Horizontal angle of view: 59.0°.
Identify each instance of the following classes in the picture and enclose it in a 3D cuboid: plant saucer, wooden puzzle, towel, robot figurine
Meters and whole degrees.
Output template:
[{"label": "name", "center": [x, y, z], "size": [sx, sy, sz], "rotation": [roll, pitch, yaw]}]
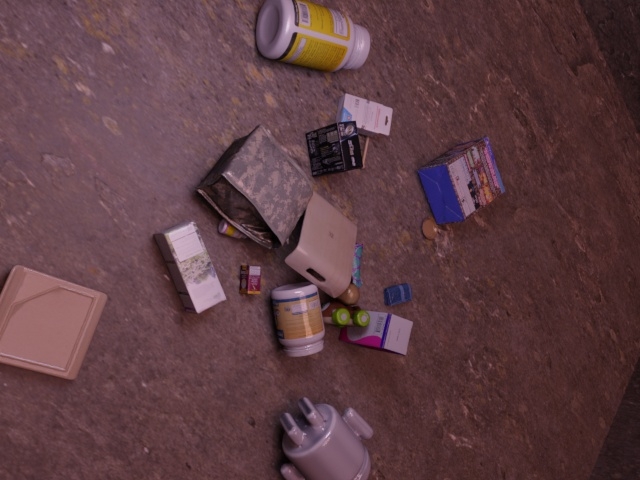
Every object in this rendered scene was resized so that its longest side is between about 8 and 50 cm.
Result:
[{"label": "plant saucer", "center": [0.411, -0.047, 2.138], "size": [0.083, 0.015, 0.084], "rotation": [2, 87, -36]}, {"label": "wooden puzzle", "center": [-0.658, 0.198, 1.350], "size": [0.238, 0.044, 0.221], "rotation": [28, 72, -36]}, {"label": "towel", "center": [0.280, 0.193, 2.026], "size": [0.119, 0.029, 0.067], "rotation": [-8, 92, -35]}, {"label": "robot figurine", "center": [0.022, 0.641, 1.717], "size": [0.299, 0.200, 0.354], "rotation": [-36, 110, -6]}]

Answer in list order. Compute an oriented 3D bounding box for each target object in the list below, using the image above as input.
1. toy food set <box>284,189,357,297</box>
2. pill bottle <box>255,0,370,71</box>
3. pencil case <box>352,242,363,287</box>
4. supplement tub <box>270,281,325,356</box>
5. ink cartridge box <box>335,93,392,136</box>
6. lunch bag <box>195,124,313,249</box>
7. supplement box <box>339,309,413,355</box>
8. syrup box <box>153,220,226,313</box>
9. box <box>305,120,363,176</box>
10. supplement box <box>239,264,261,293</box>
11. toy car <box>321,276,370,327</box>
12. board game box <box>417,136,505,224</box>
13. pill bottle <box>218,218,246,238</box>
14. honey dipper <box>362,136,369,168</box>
[{"label": "toy food set", "center": [0.000, 0.000, 1.754], "size": [0.219, 0.092, 0.306], "rotation": [38, 41, -28]}, {"label": "pill bottle", "center": [-0.016, -0.629, 1.750], "size": [0.333, 0.187, 0.188], "rotation": [1, 87, -36]}, {"label": "pencil case", "center": [0.109, 0.083, 1.885], "size": [0.070, 0.064, 0.152], "rotation": [3, 87, -15]}, {"label": "supplement tub", "center": [-0.065, 0.235, 1.705], "size": [0.144, 0.144, 0.200], "rotation": [-12, 95, -35]}, {"label": "ink cartridge box", "center": [0.147, -0.416, 1.912], "size": [0.180, 0.060, 0.104], "rotation": [12, 81, -20]}, {"label": "lunch bag", "center": [-0.167, -0.139, 1.615], "size": [0.287, 0.168, 0.235], "rotation": [46, 50, -23]}, {"label": "supplement box", "center": [0.177, 0.294, 1.831], "size": [0.113, 0.220, 0.111], "rotation": [24, 75, -34]}, {"label": "syrup box", "center": [-0.353, 0.073, 1.535], "size": [0.093, 0.096, 0.237], "rotation": [-27, 104, -31]}, {"label": "box", "center": [0.042, -0.286, 1.781], "size": [0.077, 0.180, 0.148], "rotation": [-13, 95, -34]}, {"label": "supplement box", "center": [-0.207, 0.115, 1.664], "size": [0.043, 0.055, 0.084], "rotation": [5, 84, -35]}, {"label": "toy car", "center": [0.067, 0.179, 1.798], "size": [0.148, 0.155, 0.189], "rotation": [9, 77, -29]}, {"label": "board game box", "center": [0.540, -0.228, 2.151], "size": [0.291, 0.141, 0.232], "rotation": [-32, 106, -36]}, {"label": "pill bottle", "center": [-0.252, -0.032, 1.645], "size": [0.083, 0.043, 0.044], "rotation": [19, 77, -34]}, {"label": "honey dipper", "center": [0.158, -0.326, 1.961], "size": [0.030, 0.030, 0.161], "rotation": [18, 80, -34]}]
